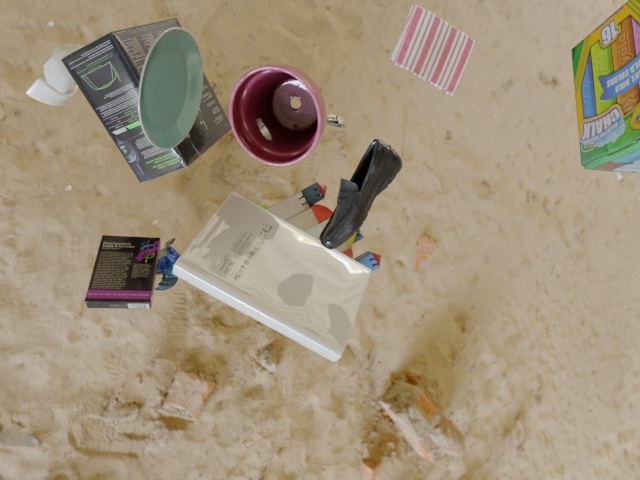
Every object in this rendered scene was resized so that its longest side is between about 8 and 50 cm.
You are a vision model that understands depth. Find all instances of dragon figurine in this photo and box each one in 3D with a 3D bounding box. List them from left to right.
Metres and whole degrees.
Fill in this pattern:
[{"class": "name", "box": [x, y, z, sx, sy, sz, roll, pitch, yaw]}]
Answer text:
[{"class": "dragon figurine", "box": [-0.445, 0.087, 1.224, 0.144, 0.085, 0.289, 53, 29, 3]}]

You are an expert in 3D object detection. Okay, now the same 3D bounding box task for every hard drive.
[{"class": "hard drive", "box": [-0.082, 0.064, 0.872, 0.353, 0.047, 0.233, 29, 47, -3]}]

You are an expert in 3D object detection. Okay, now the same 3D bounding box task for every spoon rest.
[{"class": "spoon rest", "box": [-0.667, -0.421, 1.090, 0.137, 0.276, 0.084, -34, 131, 15]}]

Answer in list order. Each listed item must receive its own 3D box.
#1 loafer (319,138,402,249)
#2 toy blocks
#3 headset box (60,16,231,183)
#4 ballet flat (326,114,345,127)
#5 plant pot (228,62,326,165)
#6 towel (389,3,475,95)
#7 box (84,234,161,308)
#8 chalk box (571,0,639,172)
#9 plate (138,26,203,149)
[{"class": "loafer", "box": [0.062, -0.086, 0.789, 0.078, 0.076, 0.223, 36, 89, -26]}, {"class": "toy blocks", "box": [0.000, 0.000, 1.142, 0.260, 0.191, 0.382, -28, 97, -2]}, {"class": "headset box", "box": [-0.337, -0.291, 0.903, 0.246, 0.131, 0.283, -71, 141, -54]}, {"class": "ballet flat", "box": [0.050, -0.416, 1.470, 0.114, 0.041, 0.041, -2, 92, -38]}, {"class": "plant pot", "box": [-0.073, -0.284, 0.931, 0.201, 0.201, 0.180, 59, 25, -16]}, {"class": "towel", "box": [0.279, -0.466, 1.049, 0.197, 0.029, 0.144, 20, 97, -20]}, {"class": "box", "box": [-0.391, 0.061, 0.854, 0.116, 0.029, 0.162, 3, 53, -13]}, {"class": "chalk box", "box": [0.533, -0.208, 0.651, 0.180, 0.179, 0.289, 1, 80, -7]}, {"class": "plate", "box": [-0.240, -0.238, 0.673, 0.024, 0.188, 0.188, 17, 81, 7]}]
